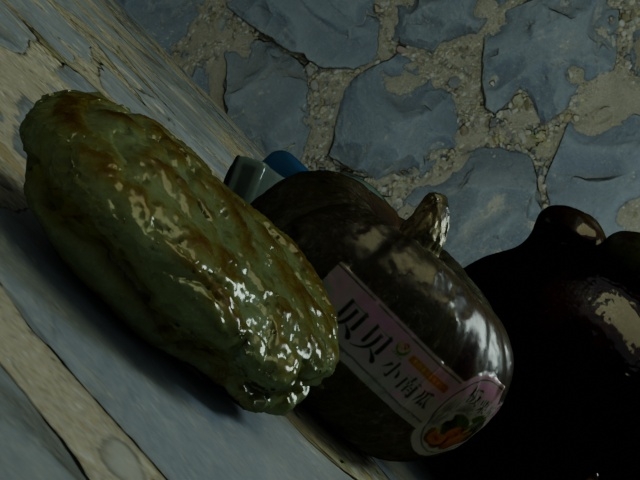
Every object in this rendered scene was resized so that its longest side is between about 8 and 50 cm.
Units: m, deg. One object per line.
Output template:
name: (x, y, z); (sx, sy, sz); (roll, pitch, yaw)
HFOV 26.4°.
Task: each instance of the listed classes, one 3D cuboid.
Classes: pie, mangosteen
pie: (-0.083, 0.011, 0.811); (0.248, 0.090, 0.201); (43, 15, -26)
mangosteen: (0.219, 0.117, 1.292); (0.296, 0.314, 0.297); (2, -9, 0)

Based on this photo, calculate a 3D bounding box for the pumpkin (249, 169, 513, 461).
pumpkin: (0.041, 0.041, 1.071); (0.260, 0.189, 0.260); (45, 2, -2)

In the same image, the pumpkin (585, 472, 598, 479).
pumpkin: (0.191, 0.267, 0.948); (0.163, 0.111, 0.278); (51, -4, 16)

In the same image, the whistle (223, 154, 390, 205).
whistle: (0.000, 0.000, 1.381); (0.163, 0.163, 0.289); (46, 5, 12)

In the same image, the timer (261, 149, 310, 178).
timer: (0.048, 0.046, 1.681); (0.340, 0.115, 0.309); (47, 1, 24)
